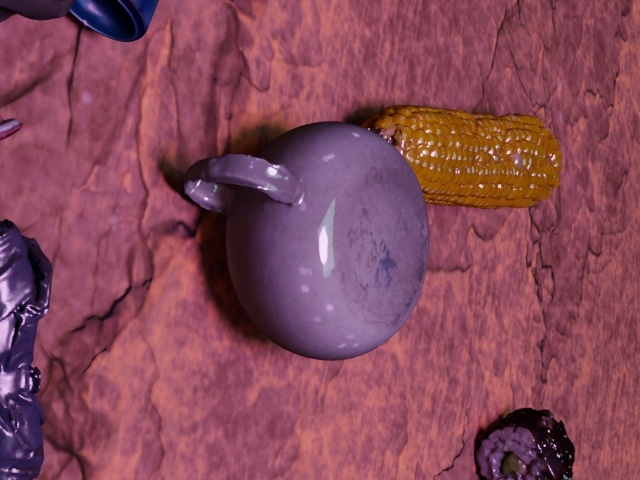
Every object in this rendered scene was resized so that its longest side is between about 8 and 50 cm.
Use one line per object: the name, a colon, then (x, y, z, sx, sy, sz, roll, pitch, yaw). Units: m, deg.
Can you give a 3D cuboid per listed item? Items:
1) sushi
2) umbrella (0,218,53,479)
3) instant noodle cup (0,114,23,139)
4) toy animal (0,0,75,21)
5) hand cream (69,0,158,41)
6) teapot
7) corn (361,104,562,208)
sushi: (0.214, 0.234, 1.414, 0.084, 0.098, 0.094, -21, 89, -56)
umbrella: (-0.202, 0.109, 0.844, 0.071, 0.071, 0.248, -3, 91, -54)
instant noodle cup: (-0.291, -0.126, 0.606, 0.244, 0.244, 0.255, -33, 107, -49)
toy animal: (-0.225, -0.204, 0.788, 0.245, 0.114, 0.146, -8, 91, -32)
hand cream: (-0.126, -0.275, 0.964, 0.120, 0.061, 0.270, 40, 51, -40)
teapot: (0.000, 0.000, 1.075, 0.294, 0.129, 0.193, 34, 64, -47)
corn: (0.138, -0.078, 1.288, 0.313, 0.102, 0.102, -4, 94, -52)
